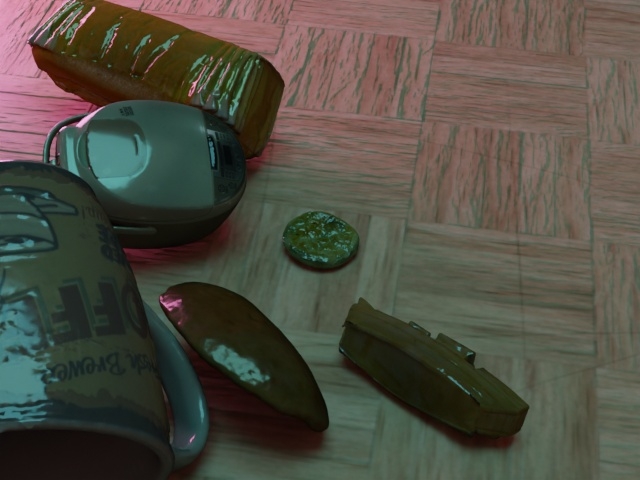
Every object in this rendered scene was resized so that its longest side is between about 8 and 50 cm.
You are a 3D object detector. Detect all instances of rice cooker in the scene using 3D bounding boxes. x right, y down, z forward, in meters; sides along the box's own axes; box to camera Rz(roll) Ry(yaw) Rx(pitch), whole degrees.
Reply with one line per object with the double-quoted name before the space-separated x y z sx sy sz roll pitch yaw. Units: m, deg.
"rice cooker" -0.180 -0.064 1.353 0.206 0.127 0.145 -4 62 -13

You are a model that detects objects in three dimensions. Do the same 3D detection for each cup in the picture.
"cup" -0.210 0.084 1.075 0.301 0.227 0.257 23 51 -43

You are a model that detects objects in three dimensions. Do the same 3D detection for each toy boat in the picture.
"toy boat" 0.102 0.115 1.217 0.206 0.064 0.072 33 33 33

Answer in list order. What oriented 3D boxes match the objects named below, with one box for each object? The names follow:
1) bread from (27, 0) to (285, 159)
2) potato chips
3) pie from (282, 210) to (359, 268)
"bread" -0.183 -0.186 1.495 0.288 0.152 0.119 21 80 22
"potato chips" -0.062 0.091 1.187 0.150 0.049 0.202 30 7 -41
"pie" -0.002 0.000 1.385 0.084 0.021 0.084 4 42 -3
